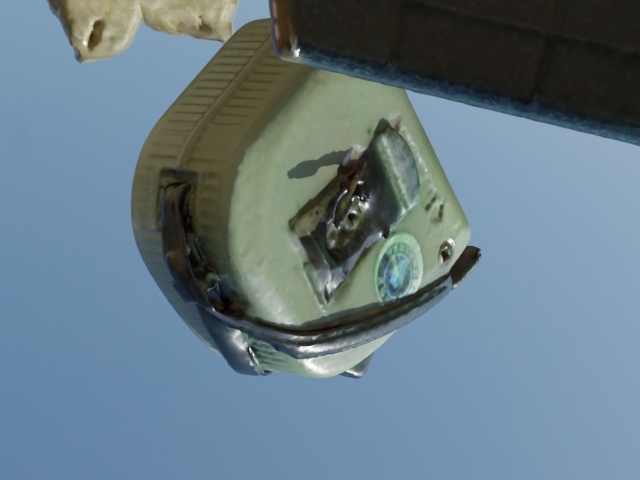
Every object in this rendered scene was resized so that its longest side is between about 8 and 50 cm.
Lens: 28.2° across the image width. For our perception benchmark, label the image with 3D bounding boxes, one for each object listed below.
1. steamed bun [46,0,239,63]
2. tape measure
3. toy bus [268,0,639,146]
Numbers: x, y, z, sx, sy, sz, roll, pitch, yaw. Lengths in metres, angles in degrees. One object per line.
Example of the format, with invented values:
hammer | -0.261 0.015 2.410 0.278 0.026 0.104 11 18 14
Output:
steamed bun | -0.160 -0.290 1.022 0.295 0.292 0.137 52 -176 -32
tape measure | 0.000 0.000 0.785 0.115 0.235 0.207 5 -131 39
toy bus | 0.131 -0.104 0.431 0.275 0.167 0.138 14 -169 7
